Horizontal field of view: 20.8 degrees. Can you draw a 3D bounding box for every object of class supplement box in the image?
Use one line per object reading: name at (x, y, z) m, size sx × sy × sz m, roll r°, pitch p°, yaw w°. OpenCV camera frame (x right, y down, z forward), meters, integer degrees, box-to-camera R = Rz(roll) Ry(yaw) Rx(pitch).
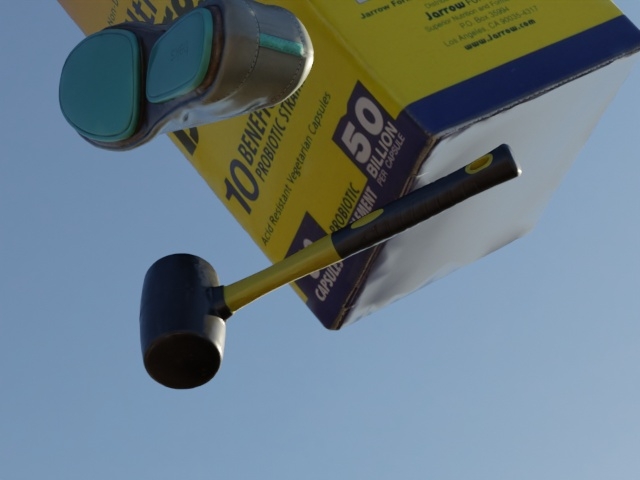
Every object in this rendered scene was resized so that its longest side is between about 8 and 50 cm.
supplement box at (-0.003, -0.156, 1.123) m, size 0.195 × 0.356 × 0.194 m, roll -25°, pitch -26°, yaw -35°

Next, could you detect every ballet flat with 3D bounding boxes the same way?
ballet flat at (-0.072, -0.083, 0.920) m, size 0.068 × 0.072 × 0.213 m, roll 6°, pitch -5°, yaw -29°

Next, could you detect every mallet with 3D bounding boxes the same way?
mallet at (0.000, 0.000, 0.786) m, size 0.190 × 0.062 × 0.039 m, roll -30°, pitch -55°, yaw 7°
